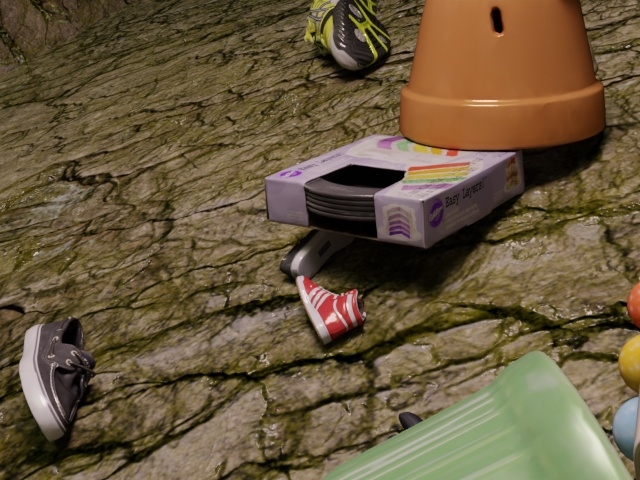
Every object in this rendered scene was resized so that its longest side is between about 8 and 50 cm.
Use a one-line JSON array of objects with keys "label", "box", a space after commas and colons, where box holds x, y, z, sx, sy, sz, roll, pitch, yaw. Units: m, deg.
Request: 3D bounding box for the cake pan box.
[{"label": "cake pan box", "box": [0.096, -0.071, 1.122, 0.246, 0.070, 0.267, 9, 24, 39]}]

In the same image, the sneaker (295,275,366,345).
[{"label": "sneaker", "box": [0.013, 0.072, 1.020, 0.067, 0.042, 0.118, -25, 37, -3]}]

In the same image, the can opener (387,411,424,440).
[{"label": "can opener", "box": [0.108, 0.207, 0.733, 0.059, 0.073, 0.186, -62, 32, 2]}]

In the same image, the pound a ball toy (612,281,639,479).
[{"label": "pound a ball toy", "box": [0.311, 0.056, 0.704, 0.136, 0.208, 0.319, -3, 33, 26]}]

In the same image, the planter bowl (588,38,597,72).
[{"label": "planter bowl", "box": [0.367, -0.320, 1.425, 0.162, 0.109, 0.162, -14, 30, 8]}]

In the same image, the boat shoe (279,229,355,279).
[{"label": "boat shoe", "box": [0.000, 0.000, 1.148, 0.040, 0.049, 0.142, 10, 42, 42]}]

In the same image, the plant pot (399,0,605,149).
[{"label": "plant pot", "box": [0.255, -0.259, 1.216, 0.291, 0.203, 0.291, -3, 20, 1]}]

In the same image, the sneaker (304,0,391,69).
[{"label": "sneaker", "box": [0.046, -0.437, 1.828, 0.147, 0.145, 0.384, -42, 23, 24]}]

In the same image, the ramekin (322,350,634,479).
[{"label": "ramekin", "box": [0.112, 0.225, 0.448, 0.148, 0.303, 0.303, -24, 28, 5]}]

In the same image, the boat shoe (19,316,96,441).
[{"label": "boat shoe", "box": [-0.307, 0.155, 1.037, 0.076, 0.080, 0.228, -25, 22, -8]}]
